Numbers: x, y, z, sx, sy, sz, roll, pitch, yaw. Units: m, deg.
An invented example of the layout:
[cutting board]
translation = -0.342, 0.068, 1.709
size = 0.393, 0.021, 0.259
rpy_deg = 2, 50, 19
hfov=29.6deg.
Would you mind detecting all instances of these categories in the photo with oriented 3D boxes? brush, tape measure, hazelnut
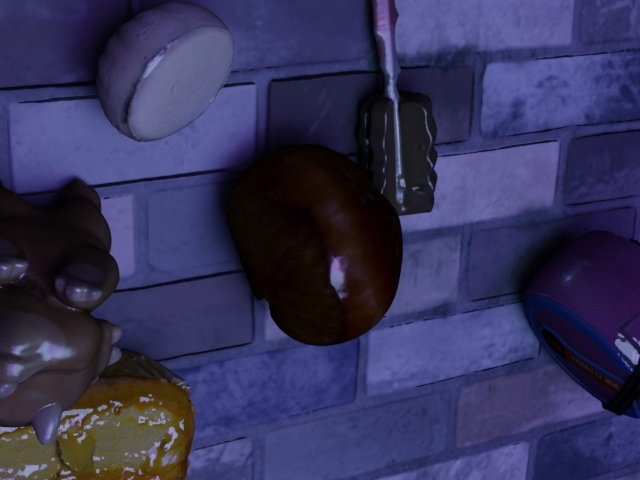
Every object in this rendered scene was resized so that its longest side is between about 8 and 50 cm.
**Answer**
[brush]
translation = 0.074, -0.169, 1.257
size = 0.084, 0.071, 0.300
rpy_deg = -12, 109, -23
[tape measure]
translation = 0.360, 0.107, 1.429
size = 0.149, 0.231, 0.245
rpy_deg = -40, 141, -11
[hazelnut]
translation = 0.000, 0.000, 1.212
size = 0.178, 0.178, 0.204
rpy_deg = -33, 87, -16

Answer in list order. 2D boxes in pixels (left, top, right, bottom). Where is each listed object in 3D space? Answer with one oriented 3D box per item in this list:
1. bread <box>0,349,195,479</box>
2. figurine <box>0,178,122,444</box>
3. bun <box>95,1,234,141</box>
[bread]
translation = -0.265, 0.194, 1.163
size = 0.288, 0.119, 0.152
rpy_deg = -3, 114, -30
[figurine]
translation = -0.262, 0.063, 1.051
size = 0.177, 0.247, 0.173
rpy_deg = 8, 114, -31
[bun]
translation = -0.153, -0.165, 1.107
size = 0.138, 0.094, 0.138
rpy_deg = -39, 159, -18
